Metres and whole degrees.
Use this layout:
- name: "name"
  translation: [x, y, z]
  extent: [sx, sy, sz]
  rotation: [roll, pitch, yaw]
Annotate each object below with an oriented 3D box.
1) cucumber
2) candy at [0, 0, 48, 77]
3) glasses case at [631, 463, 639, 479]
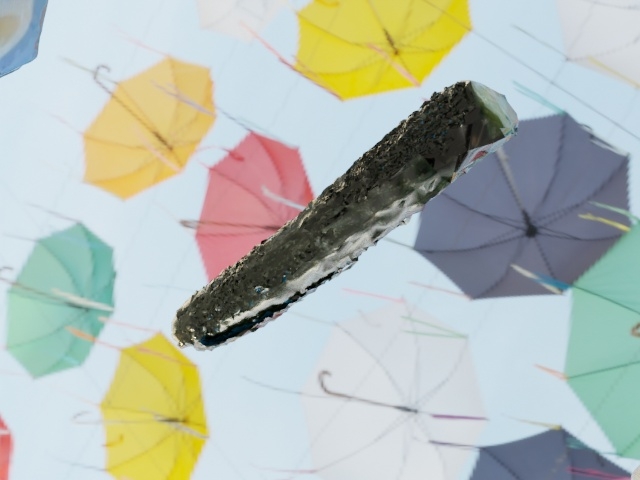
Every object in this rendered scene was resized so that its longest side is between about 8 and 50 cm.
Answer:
- name: "cucumber"
  translation: [0.001, 0.000, 0.616]
  extent: [0.257, 0.043, 0.044]
  rotation: [-37, -139, 34]
- name: "candy"
  translation: [-0.302, -0.169, 0.567]
  extent: [0.306, 0.157, 0.100]
  rotation: [30, -58, 13]
- name: "glasses case"
  translation: [0.206, 0.144, 0.539]
  extent: [0.049, 0.197, 0.076]
  rotation: [-42, -85, -5]
